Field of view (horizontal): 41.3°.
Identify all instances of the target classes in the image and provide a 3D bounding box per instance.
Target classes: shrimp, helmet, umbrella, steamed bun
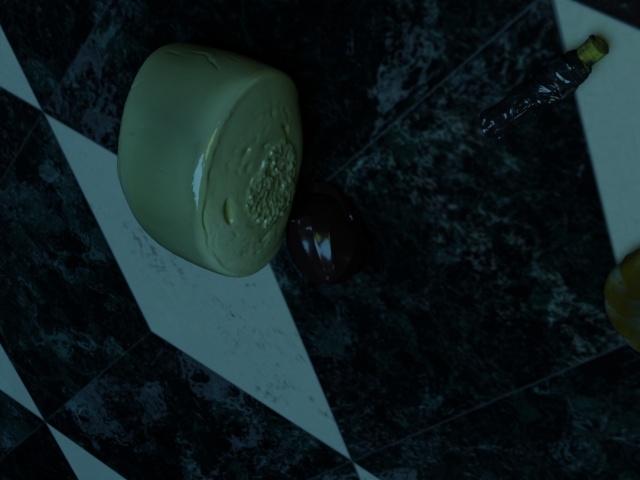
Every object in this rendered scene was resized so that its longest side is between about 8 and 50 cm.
[{"bbox_3d":[0.356,0.071,0.807,0.166,0.049,0.161,46,138,-2],"label":"shrimp"},{"bbox_3d":[0.000,0.000,0.993,0.098,0.070,0.123,-16,111,42],"label":"helmet"},{"bbox_3d":[0.202,-0.136,0.777,0.144,0.037,0.040,-38,81,48],"label":"umbrella"},{"bbox_3d":[-0.135,-0.087,0.946,0.200,0.155,0.250,24,117,34],"label":"steamed bun"}]
